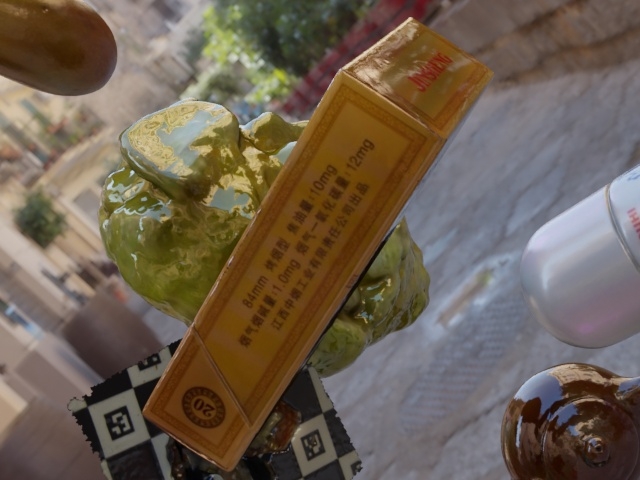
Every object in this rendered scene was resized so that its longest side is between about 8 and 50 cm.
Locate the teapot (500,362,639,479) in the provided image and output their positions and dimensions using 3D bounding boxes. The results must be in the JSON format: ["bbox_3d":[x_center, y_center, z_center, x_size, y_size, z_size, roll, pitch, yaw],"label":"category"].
[{"bbox_3d":[0.286,0.246,1.347,0.252,0.178,0.135,-45,0,-5],"label":"teapot"}]

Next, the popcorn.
[{"bbox_3d":[-0.066,0.011,1.194,0.292,0.334,0.293,-54,-25,-45],"label":"popcorn"}]

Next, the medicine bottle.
[{"bbox_3d":[0.321,-0.021,0.982,0.341,0.130,0.130,-34,12,30],"label":"medicine bottle"}]

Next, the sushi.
[{"bbox_3d":[-0.082,0.161,0.922,0.210,0.192,0.040,-32,9,-38],"label":"sushi"}]

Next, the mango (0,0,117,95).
[{"bbox_3d":[-0.329,-0.233,1.285,0.138,0.253,0.113,14,86,48],"label":"mango"}]

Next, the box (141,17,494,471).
[{"bbox_3d":[0.000,0.000,0.764,0.274,0.076,0.174,-58,-5,27],"label":"box"}]
